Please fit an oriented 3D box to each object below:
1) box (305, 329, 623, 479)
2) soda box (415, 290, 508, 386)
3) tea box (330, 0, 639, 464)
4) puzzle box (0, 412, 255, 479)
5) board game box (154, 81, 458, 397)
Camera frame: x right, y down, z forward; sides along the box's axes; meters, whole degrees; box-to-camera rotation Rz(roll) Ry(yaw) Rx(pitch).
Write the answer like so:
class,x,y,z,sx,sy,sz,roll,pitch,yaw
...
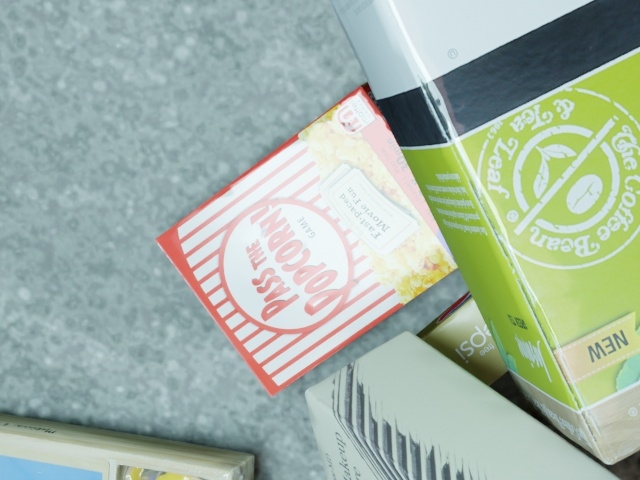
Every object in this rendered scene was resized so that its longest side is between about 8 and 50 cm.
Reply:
class,x,y,z,sx,sy,sz,roll,pitch,yaw
box,0.108,0.171,1.052,0.094,0.275,0.113,-29,124,-22
soda box,0.140,0.046,1.186,0.181,0.061,0.058,-41,91,16
tea box,0.224,-0.090,1.020,0.329,0.220,0.323,-27,95,-3
puzzle box,-0.255,0.270,1.282,0.409,0.052,0.272,6,100,17
board game box,0.000,0.000,1.213,0.193,0.045,0.147,-36,92,16
